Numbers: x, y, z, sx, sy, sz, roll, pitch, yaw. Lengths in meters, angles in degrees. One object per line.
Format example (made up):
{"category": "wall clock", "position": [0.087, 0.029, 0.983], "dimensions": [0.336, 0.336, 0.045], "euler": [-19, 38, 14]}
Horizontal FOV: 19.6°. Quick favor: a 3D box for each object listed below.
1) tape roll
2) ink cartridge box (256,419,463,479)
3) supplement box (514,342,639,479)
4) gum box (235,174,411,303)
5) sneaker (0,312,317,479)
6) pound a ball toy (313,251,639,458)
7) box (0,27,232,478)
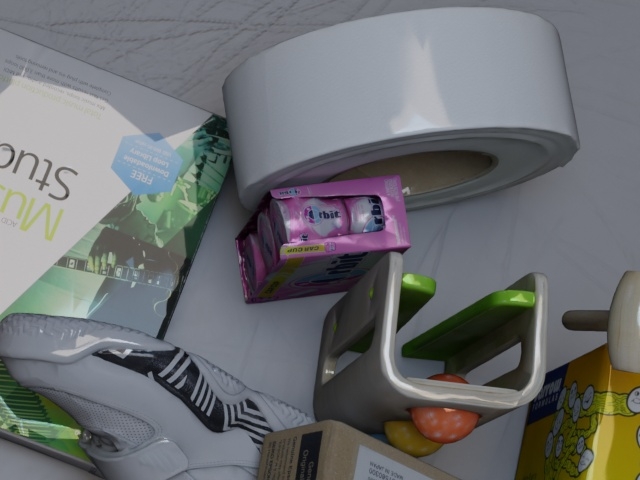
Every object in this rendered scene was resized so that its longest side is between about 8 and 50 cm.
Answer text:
{"category": "tape roll", "position": [0.066, -0.098, 1.515], "dimensions": [0.286, 0.286, 0.100], "euler": [-6, 78, -13]}
{"category": "ink cartridge box", "position": [0.051, 0.268, 1.413], "dimensions": [0.235, 0.088, 0.193], "euler": [28, 59, -34]}
{"category": "supplement box", "position": [0.258, 0.288, 1.512], "dimensions": [0.195, 0.194, 0.356], "euler": [16, 74, -8]}
{"category": "gum box", "position": [0.000, 0.000, 1.528], "dimensions": [0.107, 0.188, 0.062], "euler": [-7, 79, -13]}
{"category": "sneaker", "position": [-0.118, 0.204, 1.446], "dimensions": [0.366, 0.137, 0.210], "euler": [30, 74, -28]}
{"category": "pound a ball toy", "position": [0.124, 0.106, 1.461], "dimensions": [0.208, 0.319, 0.135], "euler": [8, 76, -10]}
{"category": "box", "position": [-0.227, 0.008, 1.549], "dimensions": [0.232, 0.058, 0.322], "euler": [21, 76, -6]}
